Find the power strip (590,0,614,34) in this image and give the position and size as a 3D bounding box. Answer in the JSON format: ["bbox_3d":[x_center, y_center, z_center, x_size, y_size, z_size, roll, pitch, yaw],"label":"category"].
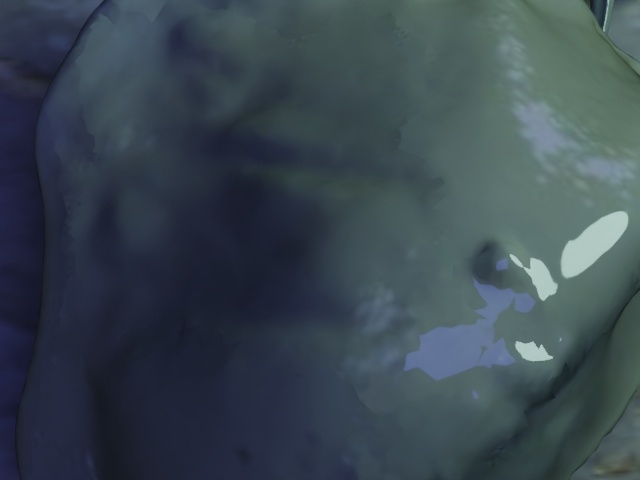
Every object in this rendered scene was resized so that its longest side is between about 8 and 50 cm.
[{"bbox_3d":[0.118,-0.145,0.766,0.075,0.042,0.175,8,81,-10],"label":"power strip"}]

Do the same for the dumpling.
[{"bbox_3d":[0.000,0.000,0.653,0.318,0.187,0.243,-41,94,-9],"label":"dumpling"}]
